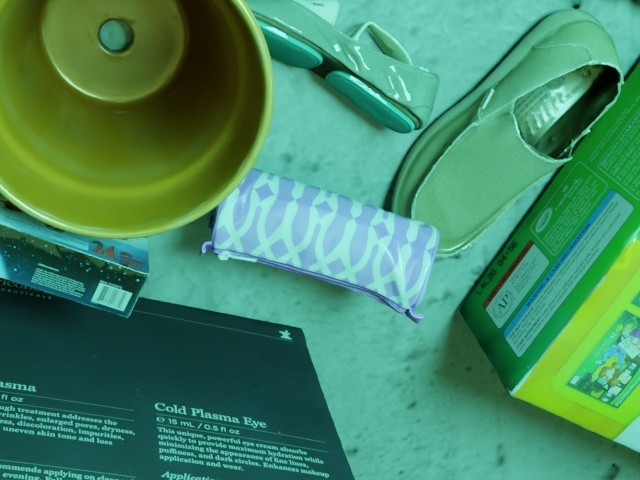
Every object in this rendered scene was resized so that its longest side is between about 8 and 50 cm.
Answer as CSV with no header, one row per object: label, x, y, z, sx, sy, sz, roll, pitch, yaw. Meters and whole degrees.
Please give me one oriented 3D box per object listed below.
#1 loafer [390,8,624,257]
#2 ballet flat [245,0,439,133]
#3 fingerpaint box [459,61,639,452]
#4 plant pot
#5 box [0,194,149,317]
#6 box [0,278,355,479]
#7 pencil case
loafer,0.164,-0.086,0.814,0.102,0.092,0.268,30,106,-24
ballet flat,0.011,-0.164,0.765,0.213,0.072,0.068,28,80,-24
fingerpaint box,0.419,0.001,0.876,0.371,0.163,0.444,25,109,-22
plant pot,-0.148,-0.132,0.666,0.205,0.188,0.205,-5,117,-10
box,-0.251,-0.032,0.709,0.233,0.159,0.044,21,112,-22
box,-0.167,0.194,0.756,0.343,0.312,0.178,13,113,-18
pencil case,0.000,0.000,0.794,0.206,0.088,0.086,16,157,0
